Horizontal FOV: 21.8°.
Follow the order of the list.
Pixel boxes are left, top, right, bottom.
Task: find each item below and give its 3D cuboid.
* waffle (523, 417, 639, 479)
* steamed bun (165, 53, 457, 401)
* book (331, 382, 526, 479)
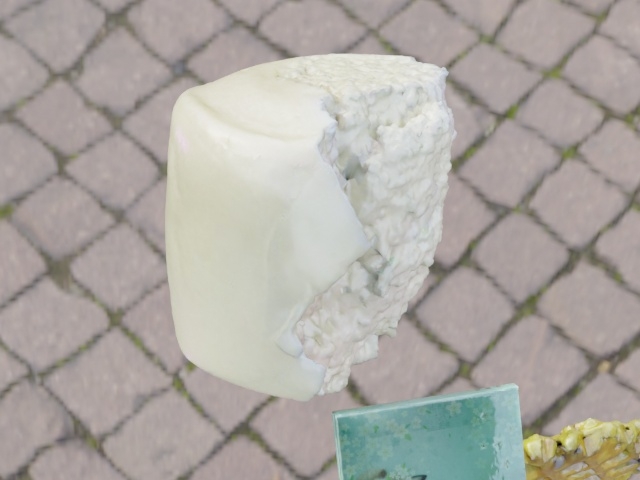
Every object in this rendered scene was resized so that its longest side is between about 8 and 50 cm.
[{"bbox_3d":[0.212,0.233,1.659,0.254,0.245,0.052,-3,66,-30],"label":"waffle"},{"bbox_3d":[0.000,0.000,1.125,0.200,0.225,0.170,-6,22,-19],"label":"steamed bun"},{"bbox_3d":[0.080,0.161,1.181,0.135,0.017,0.103,-8,100,-11],"label":"book"}]
